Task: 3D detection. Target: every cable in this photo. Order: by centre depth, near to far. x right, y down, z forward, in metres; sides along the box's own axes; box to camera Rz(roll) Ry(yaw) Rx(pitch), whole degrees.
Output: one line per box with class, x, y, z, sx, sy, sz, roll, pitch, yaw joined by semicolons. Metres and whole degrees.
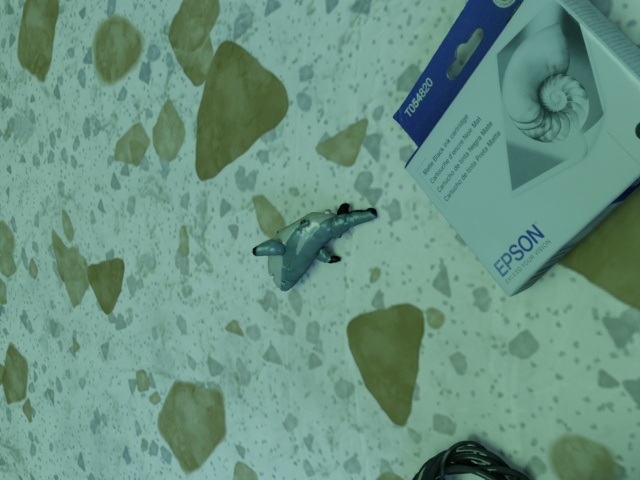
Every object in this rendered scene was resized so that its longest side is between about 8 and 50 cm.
cable;0.151;0.288;0.703;0.150;0.047;0.185;-8;92;48

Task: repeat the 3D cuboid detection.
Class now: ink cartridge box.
ink cartridge box;0.163;-0.101;0.602;0.224;0.045;0.223;54;139;21

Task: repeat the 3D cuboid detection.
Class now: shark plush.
shark plush;0.000;0.000;0.815;0.161;0.073;0.067;-30;95;19
